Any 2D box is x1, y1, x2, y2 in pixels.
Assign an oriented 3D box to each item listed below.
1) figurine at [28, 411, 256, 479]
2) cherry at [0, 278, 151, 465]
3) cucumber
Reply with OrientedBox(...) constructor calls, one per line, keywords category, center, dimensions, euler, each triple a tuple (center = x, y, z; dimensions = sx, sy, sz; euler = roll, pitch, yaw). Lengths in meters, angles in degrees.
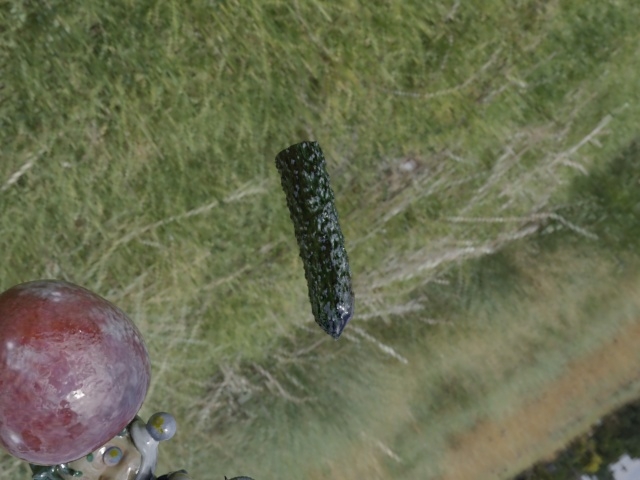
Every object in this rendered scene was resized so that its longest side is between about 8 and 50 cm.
OrientedBox(category="figurine", center=(-0.308, 0.418, 1.473), dimensions=(0.261, 0.382, 0.186), euler=(-53, 172, -16))
OrientedBox(category="cherry", center=(-0.348, 0.185, 1.200), dimensions=(0.236, 0.212, 0.285), euler=(-56, 142, -48))
OrientedBox(category="cucumber", center=(0.000, 0.000, 1.571), dimensions=(0.096, 0.359, 0.096), euler=(-13, 162, -4))
